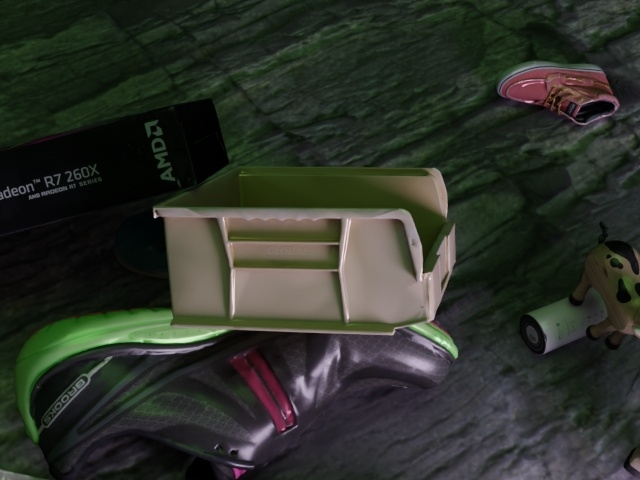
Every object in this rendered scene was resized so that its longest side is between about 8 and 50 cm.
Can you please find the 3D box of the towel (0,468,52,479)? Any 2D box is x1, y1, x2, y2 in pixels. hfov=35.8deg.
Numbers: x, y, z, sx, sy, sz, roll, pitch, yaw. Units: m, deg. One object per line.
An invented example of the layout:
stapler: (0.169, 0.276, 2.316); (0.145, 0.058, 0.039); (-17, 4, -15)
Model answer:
towel: (-0.336, 0.323, 0.982); (0.282, 0.049, 0.187); (13, 64, 3)

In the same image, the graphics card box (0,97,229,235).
graphics card box: (-0.303, -0.070, 1.115); (0.371, 0.233, 0.094); (-13, 99, 7)

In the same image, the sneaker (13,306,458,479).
sneaker: (-0.083, 0.168, 1.096); (0.483, 0.185, 0.202); (-6, 80, -12)

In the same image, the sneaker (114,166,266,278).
sneaker: (-0.109, -0.035, 1.240); (0.302, 0.121, 0.108); (-9, 56, -13)

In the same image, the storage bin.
storage bin: (0.000, 0.000, 1.033); (0.261, 0.123, 0.262); (1, 12, 13)

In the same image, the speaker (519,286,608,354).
speaker: (0.322, 0.096, 1.243); (0.136, 0.055, 0.055); (-20, 59, -19)

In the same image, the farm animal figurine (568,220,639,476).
farm animal figurine: (0.439, 0.150, 1.109); (0.330, 0.172, 0.326); (21, 61, -1)

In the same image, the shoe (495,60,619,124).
shoe: (0.353, -0.217, 1.465); (0.178, 0.063, 0.081); (-4, 50, -15)
